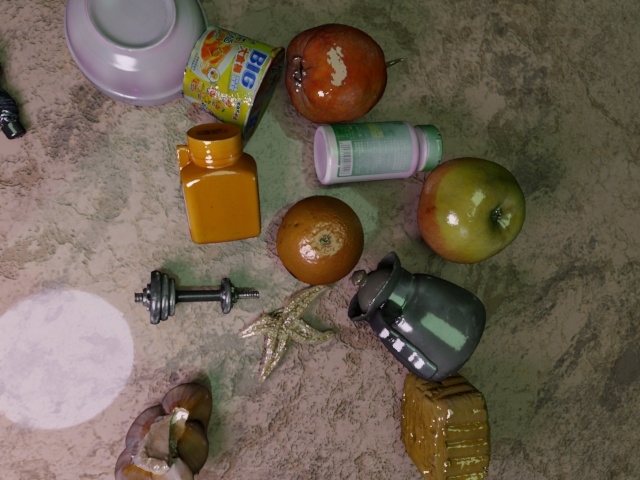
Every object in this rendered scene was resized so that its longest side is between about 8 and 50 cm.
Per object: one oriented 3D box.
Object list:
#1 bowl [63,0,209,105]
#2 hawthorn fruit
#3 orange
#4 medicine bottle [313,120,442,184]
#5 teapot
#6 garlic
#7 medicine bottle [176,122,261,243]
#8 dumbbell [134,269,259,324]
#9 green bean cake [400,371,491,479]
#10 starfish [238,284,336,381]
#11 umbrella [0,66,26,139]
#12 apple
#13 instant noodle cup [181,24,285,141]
[{"bbox_3d":[-0.362,-0.426,0.937,0.287,0.144,0.287,0,92,-14],"label":"bowl"},{"bbox_3d":[0.059,-0.357,1.014,0.262,0.210,0.210,-13,94,-27],"label":"hawthorn fruit"},{"bbox_3d":[0.000,0.000,1.004,0.206,0.206,0.206,0,91,-14],"label":"orange"},{"bbox_3d":[0.130,-0.200,1.067,0.274,0.133,0.133,-6,92,-13],"label":"medicine bottle"},{"bbox_3d":[0.175,0.175,1.025,0.285,0.223,0.305,34,47,-4],"label":"teapot"},{"bbox_3d":[-0.312,0.403,0.957,0.160,0.214,0.191,-1,135,2],"label":"garlic"},{"bbox_3d":[-0.201,-0.114,0.951,0.149,0.112,0.222,-8,124,-12],"label":"medicine bottle"},{"bbox_3d":[-0.256,0.117,0.997,0.254,0.110,0.110,1,91,-21],"label":"dumbbell"},{"bbox_3d":[0.272,0.421,1.067,0.131,0.224,0.230,-2,95,-14],"label":"green bean cake"},{"bbox_3d":[-0.059,0.203,1.070,0.247,0.050,0.138,-29,99,-9],"label":"starfish"},{"bbox_3d":[-0.640,-0.303,0.912,0.071,0.080,0.224,-39,105,-46],"label":"umbrella"},{"bbox_3d":[0.338,-0.065,1.070,0.261,0.194,0.261,-11,112,-28],"label":"apple"},{"bbox_3d":[-0.177,-0.330,0.967,0.153,0.205,0.205,27,84,-3],"label":"instant noodle cup"}]
